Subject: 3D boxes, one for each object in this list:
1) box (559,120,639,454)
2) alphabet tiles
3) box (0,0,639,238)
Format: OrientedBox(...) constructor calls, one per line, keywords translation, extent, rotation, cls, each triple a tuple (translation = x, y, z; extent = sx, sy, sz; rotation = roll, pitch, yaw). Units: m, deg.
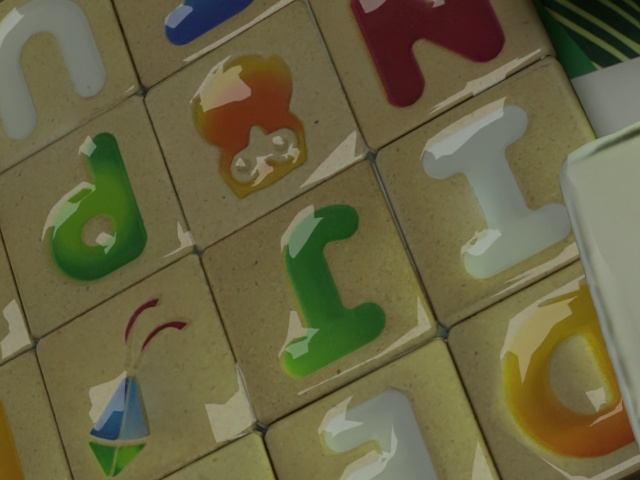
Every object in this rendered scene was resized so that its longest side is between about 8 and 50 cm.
OrientedBox(translation=(0.153, 0.057, 0.382), extent=(0.127, 0.232, 0.149), rotation=(-22, 67, 16), cls="box")
OrientedBox(translation=(-0.057, 0.018, 0.545), extent=(0.285, 0.011, 0.342), rotation=(-28, 62, 15), cls="alphabet tiles")
OrientedBox(translation=(0.000, 0.000, 0.566), extent=(0.322, 0.058, 0.232), rotation=(-40, 63, 7), cls="box")
